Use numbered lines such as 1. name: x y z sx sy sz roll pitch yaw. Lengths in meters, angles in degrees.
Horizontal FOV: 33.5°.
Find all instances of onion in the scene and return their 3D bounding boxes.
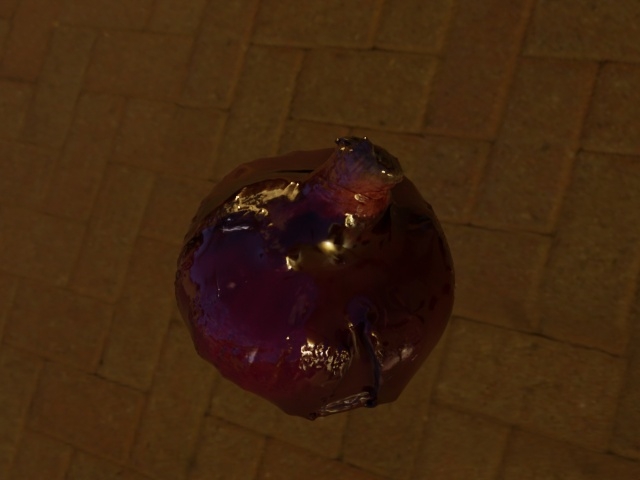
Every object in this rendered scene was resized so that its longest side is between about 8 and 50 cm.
1. onion: 0.000 0.000 1.407 0.398 0.420 0.398 2 49 -3
